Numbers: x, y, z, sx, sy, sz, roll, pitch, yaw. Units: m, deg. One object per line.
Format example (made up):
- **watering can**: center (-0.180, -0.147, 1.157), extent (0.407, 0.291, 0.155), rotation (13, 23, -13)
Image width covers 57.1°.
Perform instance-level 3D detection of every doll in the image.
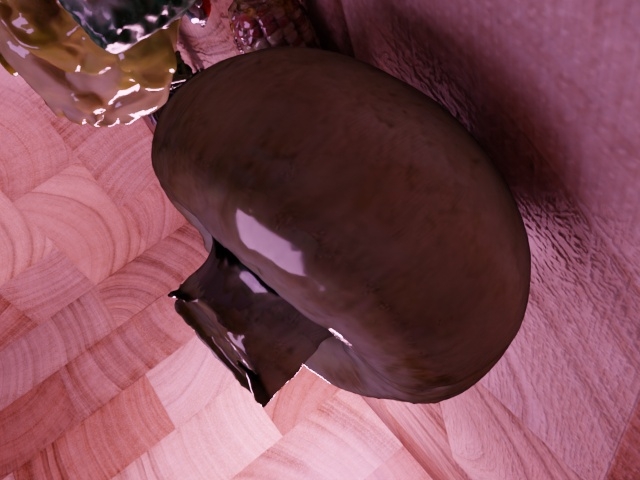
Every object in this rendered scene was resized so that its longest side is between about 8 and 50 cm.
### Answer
- **doll**: center (-0.169, -0.321, 0.797), extent (0.057, 0.039, 0.114), rotation (45, 164, 8)

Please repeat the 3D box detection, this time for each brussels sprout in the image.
- **brussels sprout**: center (-0.294, -0.310, 0.690), extent (0.344, 0.268, 0.343), rotation (175, 90, -73)

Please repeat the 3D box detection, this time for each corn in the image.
- **corn**: center (-0.020, -0.152, 0.619), extent (0.079, 0.080, 0.237), rotation (41, 163, 46)

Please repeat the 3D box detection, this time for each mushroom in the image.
- **mushroom**: center (0.000, 0.000, 0.502), extent (0.352, 0.260, 0.352), rotation (42, 163, 16)

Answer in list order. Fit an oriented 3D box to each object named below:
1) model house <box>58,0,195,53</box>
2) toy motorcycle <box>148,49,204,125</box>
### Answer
- **model house**: center (-0.183, -0.305, 0.378), extent (0.267, 0.194, 0.325), rotation (52, 180, -7)
- **toy motorcycle**: center (-0.285, -0.334, 1.036), extent (0.275, 0.127, 0.205), rotation (65, 164, -18)
